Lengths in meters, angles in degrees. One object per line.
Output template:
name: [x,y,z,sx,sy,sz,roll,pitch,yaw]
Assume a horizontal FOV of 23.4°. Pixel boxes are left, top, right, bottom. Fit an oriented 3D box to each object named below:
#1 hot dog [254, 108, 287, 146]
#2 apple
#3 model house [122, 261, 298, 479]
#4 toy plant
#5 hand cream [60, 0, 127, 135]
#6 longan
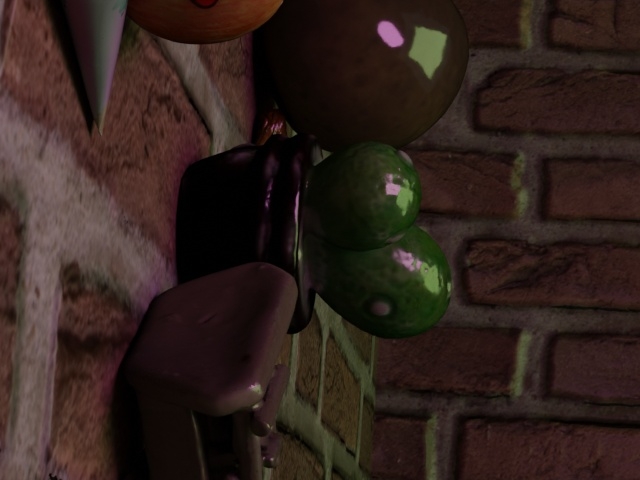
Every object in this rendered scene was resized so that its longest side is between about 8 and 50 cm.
hot dog: [-0.054,-0.107,1.689,0.083,0.035,0.058,85,10,-45]
apple: [-0.079,-0.209,1.088,0.146,0.131,0.146,5,90,-88]
model house: [-0.084,0.136,1.204,0.229,0.122,0.188,-78,171,-66]
toy plant: [0.000,0.000,1.363,0.218,0.235,0.175,84,13,-51]
hand cream: [-0.142,-0.144,0.986,0.174,0.047,0.076,97,-2,-62]
longan: [0.042,-0.206,1.692,0.215,0.246,0.246,-100,-175,-48]
